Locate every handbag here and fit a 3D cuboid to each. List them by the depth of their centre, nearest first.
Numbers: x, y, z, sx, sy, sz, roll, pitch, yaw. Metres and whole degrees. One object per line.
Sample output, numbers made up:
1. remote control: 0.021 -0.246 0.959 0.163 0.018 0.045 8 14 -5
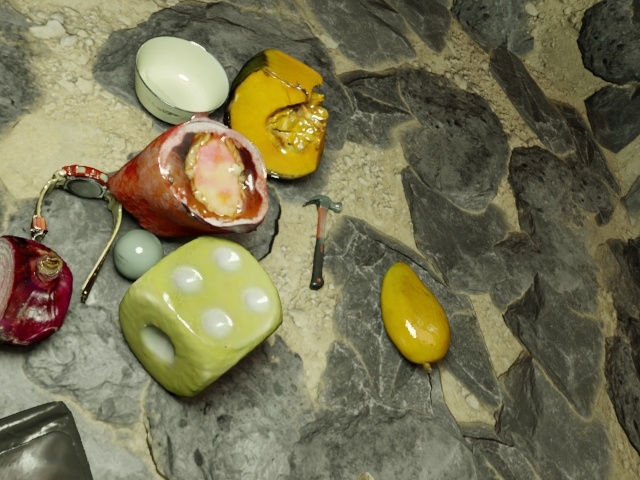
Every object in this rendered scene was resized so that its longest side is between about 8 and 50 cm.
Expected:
1. handbag: -0.494 0.397 0.921 0.247 0.080 0.223 -15 79 -42

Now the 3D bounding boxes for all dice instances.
1. dice: -0.233 0.147 1.149 0.238 0.227 0.233 49 46 4

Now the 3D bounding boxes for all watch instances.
1. watch: -0.498 -0.025 1.170 0.165 0.102 0.268 25 57 -23

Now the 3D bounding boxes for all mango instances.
1. mango: 0.244 0.193 1.514 0.176 0.119 0.317 -3 59 -26

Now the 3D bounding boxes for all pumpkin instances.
1. pumpkin: -0.109 -0.321 1.486 0.256 0.303 0.225 6 31 12

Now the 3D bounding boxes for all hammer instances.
1. hammer: 0.000 0.000 1.524 0.111 0.033 0.288 20 53 -24

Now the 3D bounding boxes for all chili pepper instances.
1. chili pepper: -0.285 -0.098 1.197 0.251 0.305 0.229 9 71 -47

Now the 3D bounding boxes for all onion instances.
1. onion: -0.499 0.079 1.015 0.140 0.218 0.195 30 42 -42

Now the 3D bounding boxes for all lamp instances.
1. lamp: -0.378 0.030 1.204 0.105 0.105 0.105 17 55 -25

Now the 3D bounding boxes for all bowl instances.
1. bowl: -0.361 -0.382 1.452 0.237 0.126 0.238 17 54 -25

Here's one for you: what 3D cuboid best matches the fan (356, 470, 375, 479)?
1. fan: 0.108 0.550 1.278 0.080 0.003 0.060 45 48 -2
